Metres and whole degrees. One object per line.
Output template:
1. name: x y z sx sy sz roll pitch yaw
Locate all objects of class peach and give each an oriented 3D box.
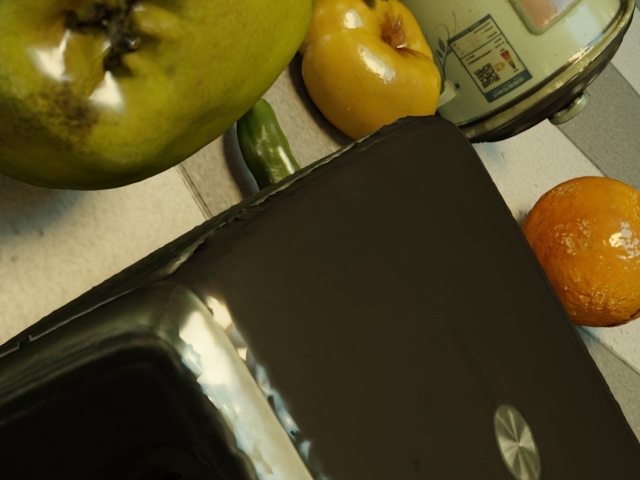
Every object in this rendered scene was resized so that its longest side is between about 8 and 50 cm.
1. peach: 0.047 -0.183 1.082 0.179 0.103 0.179 34 40 -34

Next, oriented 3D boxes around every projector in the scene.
1. projector: 0.023 0.160 0.667 0.395 0.242 0.405 59 31 -4

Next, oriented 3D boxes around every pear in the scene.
1. pear: -0.153 -0.205 0.667 0.287 0.287 0.375 37 26 -36

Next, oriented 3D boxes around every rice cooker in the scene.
1. rice cooker: 0.207 -0.259 1.227 0.316 0.264 0.317 0 89 -22

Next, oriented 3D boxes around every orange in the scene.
1. orange: 0.347 0.012 1.317 0.193 0.161 0.193 26 50 -36

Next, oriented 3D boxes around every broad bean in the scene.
1. broad bean: -0.004 -0.001 0.911 0.098 0.056 0.318 8 60 -69
